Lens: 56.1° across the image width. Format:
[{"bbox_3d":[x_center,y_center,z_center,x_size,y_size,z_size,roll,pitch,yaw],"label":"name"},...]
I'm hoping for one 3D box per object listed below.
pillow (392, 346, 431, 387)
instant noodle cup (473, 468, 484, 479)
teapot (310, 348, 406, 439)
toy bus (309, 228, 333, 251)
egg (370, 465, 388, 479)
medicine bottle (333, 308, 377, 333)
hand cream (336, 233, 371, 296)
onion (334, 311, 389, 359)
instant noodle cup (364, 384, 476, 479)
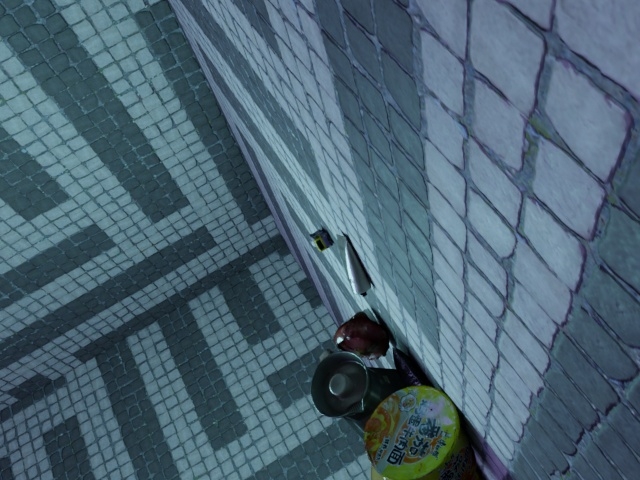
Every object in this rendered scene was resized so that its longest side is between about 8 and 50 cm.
[{"bbox_3d":[0.272,0.407,1.714,0.208,0.055,0.141,54,171,33],"label":"pillow"},{"bbox_3d":[0.381,0.674,1.716,0.185,0.168,0.168,50,172,15],"label":"instant noodle cup"},{"bbox_3d":[0.136,0.469,1.857,0.344,0.253,0.300,40,-175,-45],"label":"teapot"},{"bbox_3d":[0.000,0.000,1.964,0.052,0.058,0.102,62,173,-15],"label":"toy bus"},{"bbox_3d":[0.323,0.788,1.982,0.301,0.301,0.374,54,179,44],"label":"egg"},{"bbox_3d":[0.119,0.299,2.036,0.079,0.140,0.079,58,174,10],"label":"medicine bottle"},{"bbox_3d":[0.089,0.070,1.648,0.186,0.054,0.087,67,168,-12],"label":"hand cream"},{"bbox_3d":[0.137,0.299,1.923,0.184,0.184,0.147,73,-158,-65],"label":"onion"},{"bbox_3d":[0.271,0.536,1.543,0.200,0.264,0.264,52,179,-32],"label":"instant noodle cup"}]
